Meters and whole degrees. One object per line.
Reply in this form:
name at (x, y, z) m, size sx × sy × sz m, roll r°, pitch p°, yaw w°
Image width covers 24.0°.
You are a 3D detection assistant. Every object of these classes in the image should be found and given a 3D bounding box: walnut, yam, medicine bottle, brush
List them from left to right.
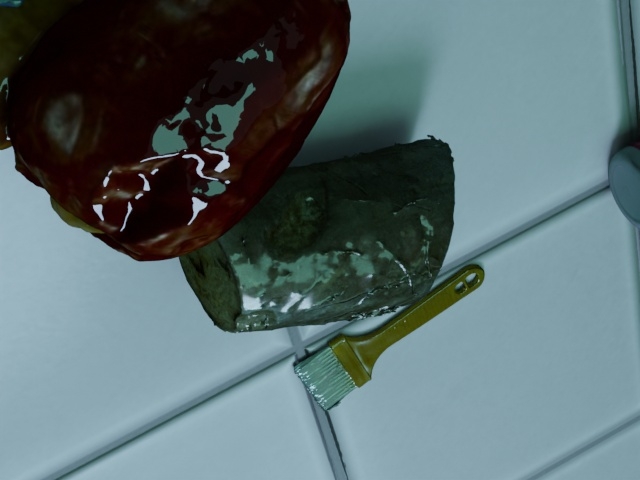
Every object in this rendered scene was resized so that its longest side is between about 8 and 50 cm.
walnut at (-0.120, -0.128, 1.101) m, size 0.269 × 0.244 × 0.222 m, roll -47°, pitch 174°, yaw 0°
yam at (0.000, 0.000, 1.307) m, size 0.254 × 0.154 × 0.154 m, roll -12°, pitch 130°, yaw -27°
brush at (0.076, 0.090, 1.518) m, size 0.218 × 0.010 × 0.082 m, roll -35°, pitch 135°, yaw -5°
medicine bottle at (0.403, -0.089, 1.527) m, size 0.216 × 0.090 × 0.090 m, roll -24°, pitch 134°, yaw -16°

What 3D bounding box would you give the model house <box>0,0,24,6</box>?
model house at (-0.240, -0.219, 1.017) m, size 0.148 × 0.119 × 0.148 m, roll -22°, pitch 114°, yaw -50°
